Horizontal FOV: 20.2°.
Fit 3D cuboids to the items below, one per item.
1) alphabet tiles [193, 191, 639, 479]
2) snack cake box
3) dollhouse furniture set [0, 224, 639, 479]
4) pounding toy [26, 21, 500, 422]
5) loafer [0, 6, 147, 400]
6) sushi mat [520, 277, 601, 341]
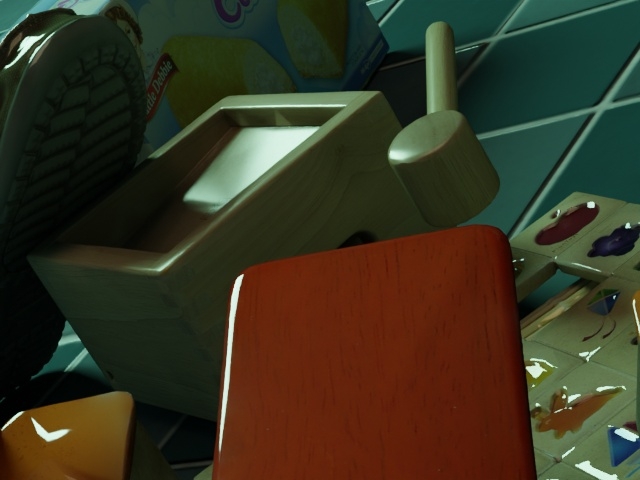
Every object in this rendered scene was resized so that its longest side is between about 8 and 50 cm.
[{"bbox_3d":[0.052,0.063,0.615,0.237,0.009,0.198,-36,20,-15],"label":"alphabet tiles"},{"bbox_3d":[-0.070,-0.098,0.988,0.089,0.152,0.264,-16,25,31],"label":"snack cake box"},{"bbox_3d":[0.012,0.081,0.420,0.262,0.135,0.259,-11,36,8],"label":"dollhouse furniture set"},{"bbox_3d":[0.010,-0.005,0.754,0.181,0.094,0.206,-41,24,-25],"label":"pounding toy"},{"bbox_3d":[-0.155,-0.017,0.831,0.094,0.087,0.251,-32,-21,-44],"label":"loafer"},{"bbox_3d":[0.167,0.004,0.636,0.316,0.019,0.151,-34,20,-11],"label":"sushi mat"}]
